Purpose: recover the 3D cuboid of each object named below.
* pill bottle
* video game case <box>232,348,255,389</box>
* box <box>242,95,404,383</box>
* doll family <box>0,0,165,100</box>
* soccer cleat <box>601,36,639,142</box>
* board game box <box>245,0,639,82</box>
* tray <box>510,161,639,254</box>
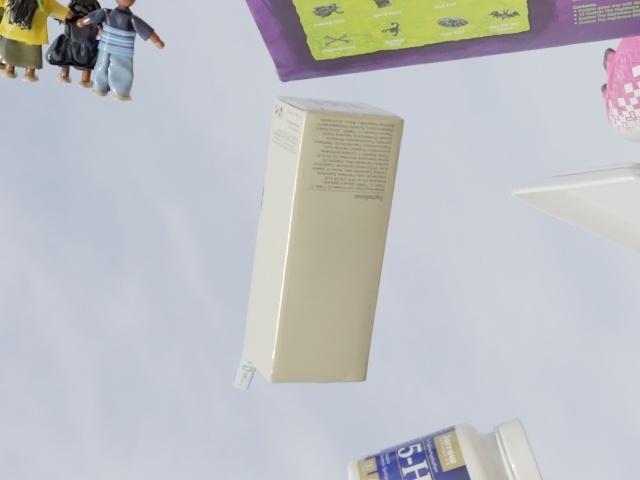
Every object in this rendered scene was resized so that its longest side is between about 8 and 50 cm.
[{"bbox_3d":[0.132,0.252,1.238,0.112,0.187,0.112,-20,-90,-84],"label":"pill bottle"},{"bbox_3d":[-0.052,0.049,1.436,0.023,0.193,0.212,19,-124,-1],"label":"video game case"},{"bbox_3d":[0.000,0.000,1.190,0.113,0.094,0.275,3,-76,-24],"label":"box"},{"bbox_3d":[-0.242,-0.201,1.119,0.076,0.193,0.111,-112,33,-72],"label":"doll family"},{"bbox_3d":[0.308,-0.161,0.842,0.116,0.331,0.143,-21,-120,-28],"label":"soccer cleat"},{"bbox_3d":[0.129,-0.145,0.404,0.208,0.347,0.056,59,-153,-67],"label":"board game box"},{"bbox_3d":[0.316,-0.020,1.099,0.270,0.145,0.030,20,-105,-36],"label":"tray"}]
